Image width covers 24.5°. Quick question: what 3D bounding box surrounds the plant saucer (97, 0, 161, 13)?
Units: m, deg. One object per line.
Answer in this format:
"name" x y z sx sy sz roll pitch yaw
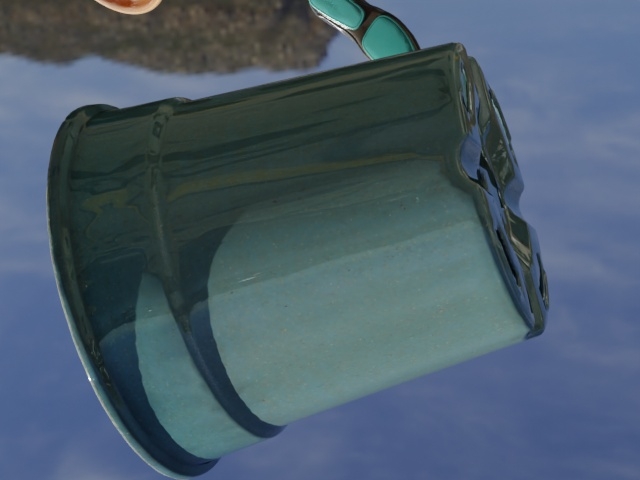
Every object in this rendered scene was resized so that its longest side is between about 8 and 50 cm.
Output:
"plant saucer" -0.251 -0.359 1.735 0.200 0.200 0.037 9 -134 40

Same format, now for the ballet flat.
"ballet flat" 0.072 -0.294 2.048 0.203 0.074 0.074 40 -141 18

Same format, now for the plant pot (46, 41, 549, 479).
"plant pot" 0.000 0.000 1.256 0.334 0.341 0.341 -16 -164 15
